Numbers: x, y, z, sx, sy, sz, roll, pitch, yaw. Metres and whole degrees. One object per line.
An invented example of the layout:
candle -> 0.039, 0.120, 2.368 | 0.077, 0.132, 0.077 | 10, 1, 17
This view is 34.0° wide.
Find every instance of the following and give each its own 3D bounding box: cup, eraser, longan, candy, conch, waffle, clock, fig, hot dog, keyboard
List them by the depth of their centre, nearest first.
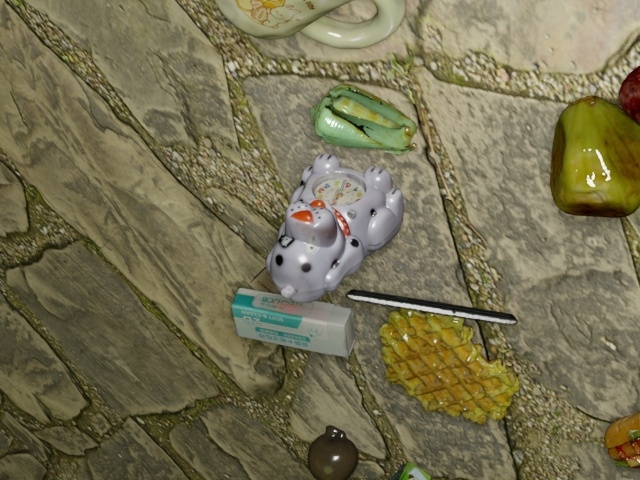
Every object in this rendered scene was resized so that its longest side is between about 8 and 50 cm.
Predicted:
fig -> 0.445, -0.174, 1.347 | 0.089, 0.088, 0.125 | -19, 139, 42
fig -> 0.370, -0.110, 1.396 | 0.154, 0.144, 0.165 | -25, 99, 21
cup -> -0.010, -0.372, 1.435 | 0.202, 0.255, 0.173 | -19, 72, 41
conch -> 0.068, -0.185, 1.582 | 0.170, 0.079, 0.105 | 13, 140, 3
clock -> 0.001, -0.004, 1.651 | 0.189, 0.254, 0.188 | 17, 129, 22
hot dog -> 0.562, 0.310, 1.685 | 0.104, 0.076, 0.250 | 47, 138, -10
keyboard -> 0.128, 0.094, 1.708 | 0.381, 0.103, 0.041 | 15, 94, 6
waffle -> 0.224, 0.218, 1.834 | 0.291, 0.051, 0.291 | 19, 138, 19
eraser -> -0.051, 0.153, 1.941 | 0.225, 0.052, 0.095 | 10, 136, 17
longan -> 0.026, 0.437, 2.135 | 0.106, 0.106, 0.119 | 3, 86, 31
candy -> 0.143, 0.537, 2.137 | 0.062, 0.097, 0.194 | 36, 138, 2

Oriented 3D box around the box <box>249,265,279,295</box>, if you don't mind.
box -> -0.090, 0.074, 1.939 | 0.053, 0.024, 0.083 | 42, 138, -6
